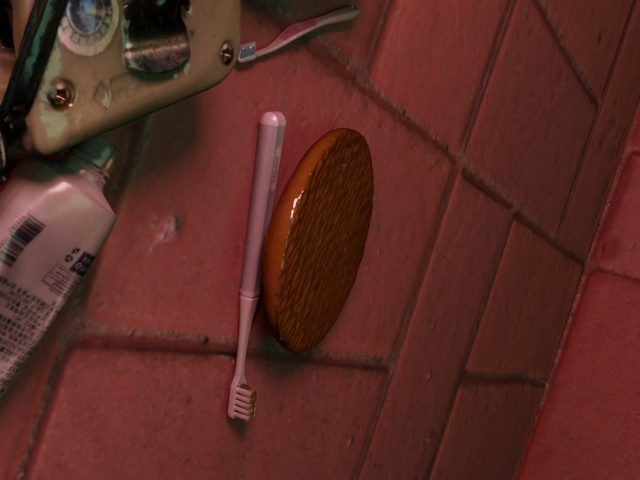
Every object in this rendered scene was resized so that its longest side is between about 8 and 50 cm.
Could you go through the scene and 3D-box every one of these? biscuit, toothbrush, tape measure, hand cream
[{"bbox_3d":[-0.001,0.000,0.910,0.262,0.037,0.262,15,90,-70],"label":"biscuit"},{"bbox_3d":[-0.020,-0.212,0.820,0.204,0.017,0.022,-35,152,-45],"label":"toothbrush"},{"bbox_3d":[-0.153,-0.174,0.533,0.235,0.115,0.207,-36,136,-45],"label":"tape measure"},{"bbox_3d":[-0.069,0.035,0.852,0.025,0.030,0.342,-18,118,-59],"label":"toothbrush"},{"bbox_3d":[-0.249,0.066,0.564,0.341,0.077,0.124,-56,147,-11],"label":"hand cream"}]
